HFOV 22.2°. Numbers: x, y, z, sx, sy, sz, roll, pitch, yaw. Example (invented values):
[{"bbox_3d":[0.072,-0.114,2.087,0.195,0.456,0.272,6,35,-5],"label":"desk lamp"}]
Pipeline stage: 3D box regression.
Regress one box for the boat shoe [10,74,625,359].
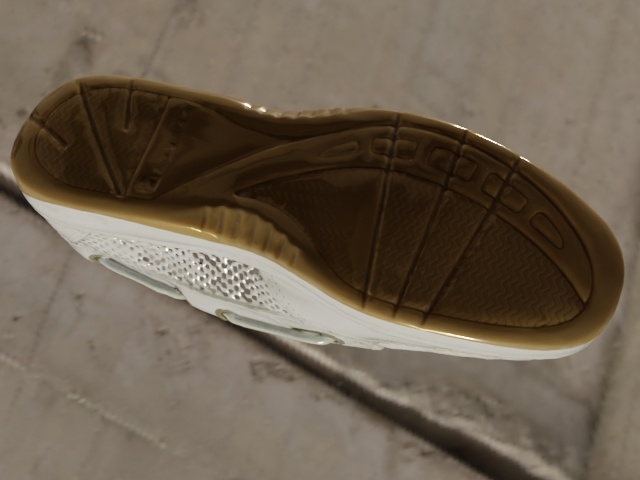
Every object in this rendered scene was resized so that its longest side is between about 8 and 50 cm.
[{"bbox_3d":[0.000,0.000,0.723,0.098,0.277,0.096,-62,-23,-27],"label":"boat shoe"}]
